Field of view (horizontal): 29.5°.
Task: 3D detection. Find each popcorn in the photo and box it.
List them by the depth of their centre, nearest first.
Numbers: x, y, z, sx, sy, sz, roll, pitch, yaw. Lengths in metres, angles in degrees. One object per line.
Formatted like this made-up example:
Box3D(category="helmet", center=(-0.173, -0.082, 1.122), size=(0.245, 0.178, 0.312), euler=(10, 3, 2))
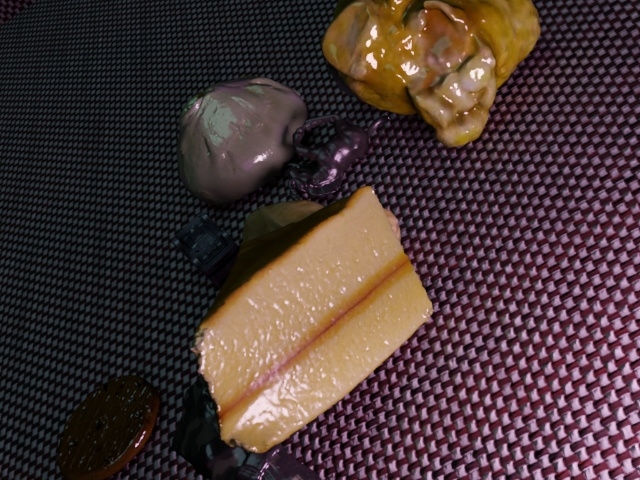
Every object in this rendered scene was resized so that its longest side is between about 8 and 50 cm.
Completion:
Box3D(category="popcorn", center=(0.181, -0.337, 2.105), size=(0.334, 0.293, 0.292), euler=(24, 103, 28))

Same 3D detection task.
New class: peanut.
Box3D(category="peanut", center=(0.000, 0.000, 2.000), size=(0.305, 0.147, 0.147), euler=(6, 54, 44))

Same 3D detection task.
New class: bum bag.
Box3D(category="bum bag", center=(-0.101, 0.320, 1.710), size=(0.144, 0.095, 0.340), euler=(-51, 56, 6))

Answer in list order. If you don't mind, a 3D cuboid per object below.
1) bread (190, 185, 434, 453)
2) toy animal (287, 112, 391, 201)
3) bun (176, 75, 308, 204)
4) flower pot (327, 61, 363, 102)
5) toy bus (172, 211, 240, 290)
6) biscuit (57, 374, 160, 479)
Box3D(category="bread", center=(-0.013, 0.123, 1.687), size=(0.245, 0.233, 0.362), euler=(-24, 14, 20))
Box3D(category="toy animal", center=(0.023, -0.159, 2.224), size=(0.232, 0.084, 0.148), euler=(-39, 51, -11))
Box3D(category="bun", center=(-0.177, -0.222, 2.369), size=(0.293, 0.187, 0.293), euler=(-24, 35, 18))
Box3D(category="flower pot", center=(0.086, -0.334, 2.296), size=(0.107, 0.157, 0.157), euler=(-32, 33, 28))
Box3D(category="toy bus", center=(-0.191, 0.022, 2.185), size=(0.087, 0.098, 0.178), euler=(-42, 31, -6))
Box3D(category="biscuit", center=(-0.356, 0.319, 2.047), size=(0.212, 0.036, 0.212), euler=(-25, 38, 21))
